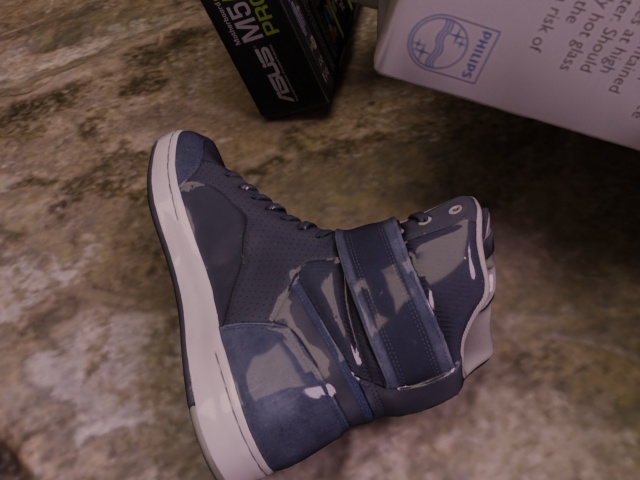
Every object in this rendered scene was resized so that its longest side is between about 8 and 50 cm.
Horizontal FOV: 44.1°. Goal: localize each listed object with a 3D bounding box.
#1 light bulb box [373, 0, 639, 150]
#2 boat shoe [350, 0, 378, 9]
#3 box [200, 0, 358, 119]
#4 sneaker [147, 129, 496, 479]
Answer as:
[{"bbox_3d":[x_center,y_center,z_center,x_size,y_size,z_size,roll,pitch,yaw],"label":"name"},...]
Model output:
[{"bbox_3d":[0.233,-0.217,0.433,0.361,0.225,0.357,15,42,-9],"label":"light bulb box"},{"bbox_3d":[0.056,-0.212,0.614,0.228,0.079,0.081,15,14,-32],"label":"boat shoe"},{"bbox_3d":[-0.051,-0.262,0.601,0.060,0.270,0.216,-11,39,22],"label":"box"},{"bbox_3d":[0.001,0.002,0.421,0.163,0.086,0.226,-23,51,2],"label":"sneaker"}]
